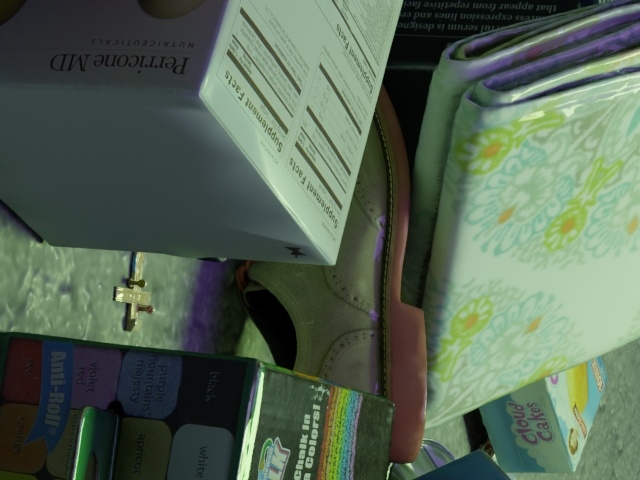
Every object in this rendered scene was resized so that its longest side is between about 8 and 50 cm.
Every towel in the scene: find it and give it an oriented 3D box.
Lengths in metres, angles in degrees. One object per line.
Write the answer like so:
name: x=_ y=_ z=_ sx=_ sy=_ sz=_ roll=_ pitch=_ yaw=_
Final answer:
towel: x=0.205 y=-0.031 z=1.408 sx=0.320 sy=0.090 sz=0.375 roll=-18 pitch=136 yaw=-26

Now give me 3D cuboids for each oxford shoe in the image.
oxford shoe: x=0.000 y=0.000 z=1.320 sx=0.123 sy=0.130 sz=0.348 roll=108 pitch=-21 yaw=-61

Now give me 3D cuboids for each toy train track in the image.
toy train track: x=-0.120 y=0.021 z=1.174 sx=0.048 sy=0.014 sz=0.083 roll=14 pitch=80 yaw=-66

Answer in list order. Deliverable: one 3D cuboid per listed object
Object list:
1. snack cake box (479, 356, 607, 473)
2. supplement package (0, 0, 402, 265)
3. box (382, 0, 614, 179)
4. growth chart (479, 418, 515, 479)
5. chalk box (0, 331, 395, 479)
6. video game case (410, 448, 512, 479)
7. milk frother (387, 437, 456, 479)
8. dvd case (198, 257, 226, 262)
snack cake box: x=0.217 y=0.101 z=1.825 sx=0.152 sy=0.089 sz=0.264 roll=-63 pitch=141 yaw=-45
supplement package: x=-0.082 y=-0.148 z=1.004 sx=0.198 sy=0.199 sz=0.263 roll=53 pitch=46 yaw=-56
box: x=0.192 y=-0.229 z=1.604 sx=0.293 sy=0.212 sz=0.396 roll=59 pitch=42 yaw=-53
growth chart: x=0.188 y=0.321 z=1.911 sx=0.172 sy=0.021 sz=0.237 roll=37 pitch=61 yaw=-64
chalk box: x=-0.095 y=0.158 z=1.053 sx=0.289 sy=0.179 sz=0.180 roll=26 pitch=70 yaw=-63
video game case: x=0.036 y=0.315 z=1.315 sx=0.269 sy=0.061 sz=0.244 roll=-22 pitch=122 yaw=-14
milk frother: x=0.020 y=0.226 z=1.371 sx=0.129 sy=0.134 sz=0.143 roll=22 pitch=67 yaw=-33
dvd case: x=-0.081 y=-0.129 z=1.221 sx=0.179 sy=0.029 sz=0.239 roll=53 pitch=46 yaw=-56
